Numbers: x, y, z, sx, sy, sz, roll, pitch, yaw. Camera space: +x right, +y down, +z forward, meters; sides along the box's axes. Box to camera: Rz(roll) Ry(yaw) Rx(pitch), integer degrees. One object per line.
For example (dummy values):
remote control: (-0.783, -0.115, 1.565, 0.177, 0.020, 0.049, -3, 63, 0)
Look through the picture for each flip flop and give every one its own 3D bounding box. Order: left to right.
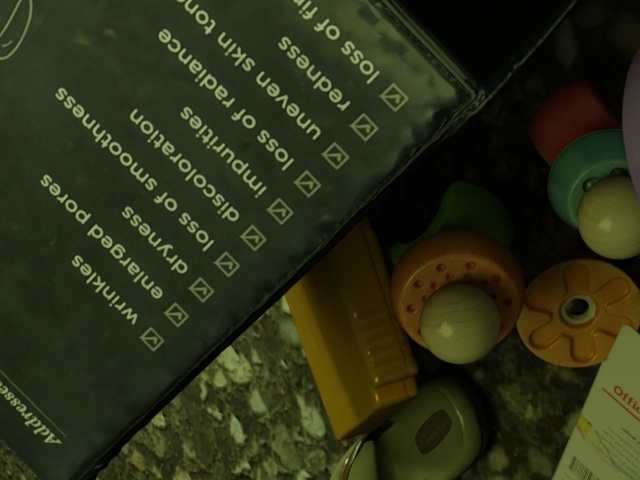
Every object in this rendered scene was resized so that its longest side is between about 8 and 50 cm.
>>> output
flip flop: (0.062, 0.223, 1.794, 0.112, 0.080, 0.277, 54, 139, 16)

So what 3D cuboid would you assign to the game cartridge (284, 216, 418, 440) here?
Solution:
game cartridge: (0.000, 0.000, 1.663, 0.285, 0.053, 0.323, 121, 130, -76)

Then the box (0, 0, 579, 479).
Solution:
box: (-0.156, -0.167, 1.345, 0.480, 0.297, 0.472, 46, 123, -1)

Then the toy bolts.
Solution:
toy bolts: (0.187, 0.021, 1.458, 0.218, 0.158, 0.228, 32, 114, -18)

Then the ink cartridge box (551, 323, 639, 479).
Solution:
ink cartridge box: (0.267, 0.159, 1.543, 0.115, 0.067, 0.198, 42, 136, 28)

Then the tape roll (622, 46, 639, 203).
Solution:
tape roll: (0.324, -0.050, 1.218, 0.090, 0.275, 0.275, -39, 77, 48)
